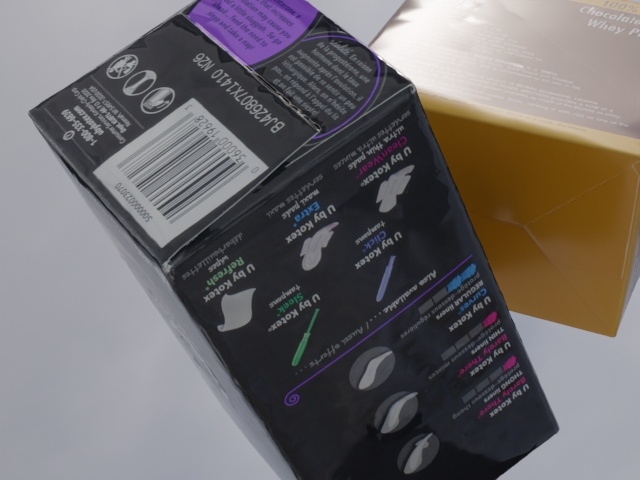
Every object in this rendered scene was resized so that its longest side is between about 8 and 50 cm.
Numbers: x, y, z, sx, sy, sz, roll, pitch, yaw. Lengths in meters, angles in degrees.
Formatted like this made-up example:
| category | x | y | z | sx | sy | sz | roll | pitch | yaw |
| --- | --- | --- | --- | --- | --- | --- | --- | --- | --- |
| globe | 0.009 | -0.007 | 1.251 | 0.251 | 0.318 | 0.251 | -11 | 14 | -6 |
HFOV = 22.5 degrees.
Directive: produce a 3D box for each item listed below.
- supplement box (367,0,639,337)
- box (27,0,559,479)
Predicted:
| category | x | y | z | sx | sy | sz | roll | pitch | yaw |
| --- | --- | --- | --- | --- | --- | --- | --- | --- | --- |
| supplement box | 0.127 | -0.065 | 1.021 | 0.191 | 0.194 | 0.129 | 14 | -53 | 17 |
| box | -0.007 | 0.020 | 0.836 | 0.165 | 0.143 | 0.270 | 45 | -12 | 46 |
